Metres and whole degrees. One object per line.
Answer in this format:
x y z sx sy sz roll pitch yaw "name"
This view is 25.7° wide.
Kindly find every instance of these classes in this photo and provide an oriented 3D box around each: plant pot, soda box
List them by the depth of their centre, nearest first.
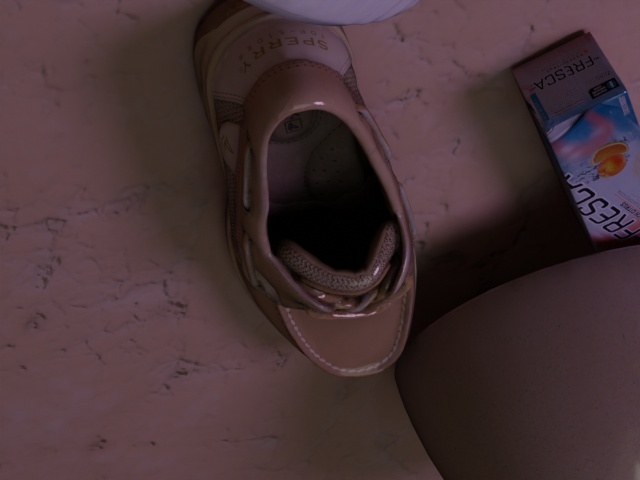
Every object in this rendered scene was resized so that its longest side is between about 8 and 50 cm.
0.188 -0.053 0.946 0.058 0.063 0.183 -27 140 8 "soda box"
0.214 0.150 1.031 0.284 0.190 0.284 -11 155 -5 "plant pot"

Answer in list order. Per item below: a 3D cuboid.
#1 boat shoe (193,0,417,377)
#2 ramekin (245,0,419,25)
0.000 0.000 0.888 0.122 0.110 0.341 -21 140 0 "boat shoe"
-0.003 -0.190 0.612 0.207 0.207 0.109 14 138 -34 "ramekin"
